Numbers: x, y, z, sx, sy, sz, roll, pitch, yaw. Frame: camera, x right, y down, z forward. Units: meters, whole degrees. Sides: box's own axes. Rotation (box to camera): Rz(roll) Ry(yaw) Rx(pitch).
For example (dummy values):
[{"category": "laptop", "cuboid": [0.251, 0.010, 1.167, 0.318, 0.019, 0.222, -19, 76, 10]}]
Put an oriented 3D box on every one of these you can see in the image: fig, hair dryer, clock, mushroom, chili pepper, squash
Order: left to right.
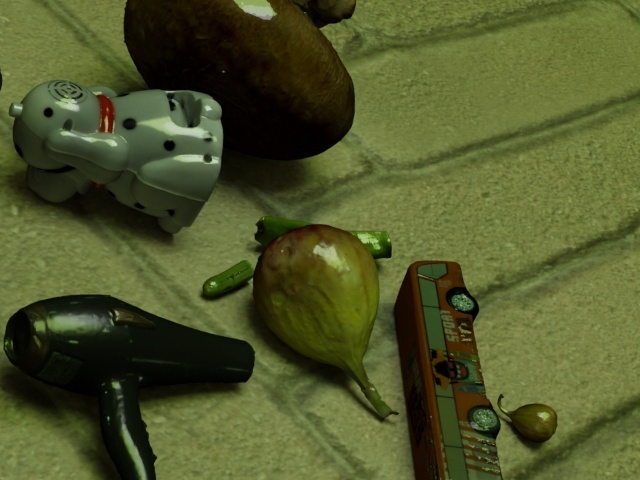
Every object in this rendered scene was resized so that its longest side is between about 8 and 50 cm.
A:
[{"category": "clock", "cuboid": [-0.269, -0.121, 1.933, 0.254, 0.189, 0.189, 9, 39, -25]}, {"category": "hair dryer", "cuboid": [-0.176, 0.218, 1.657, 0.303, 0.120, 0.359, 16, 44, -39]}, {"category": "squash", "cuboid": [-0.117, 0.050, 1.936, 0.027, 0.027, 0.083, 39, 39, 18]}, {"category": "mushroom", "cuboid": [-0.114, -0.242, 2.086, 0.345, 0.345, 0.239, 36, 48, 14]}, {"category": "chili pepper", "cuboid": [0.000, 0.000, 2.053, 0.201, 0.052, 0.050, 8, 9, -22]}, {"category": "fig", "cuboid": [0.025, 0.103, 1.886, 0.159, 0.159, 0.257, -18, 73, -45]}, {"category": "fig", "cuboid": [0.257, 0.220, 1.939, 0.083, 0.050, 0.050, 27, 34, 19]}]

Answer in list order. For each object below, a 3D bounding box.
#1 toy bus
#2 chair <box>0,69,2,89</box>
[{"category": "toy bus", "cuboid": [0.155, 0.179, 1.887, 0.092, 0.093, 0.409, 9, 37, -11]}, {"category": "chair", "cuboid": [-0.460, -0.122, 1.768, 0.106, 0.229, 0.113, 43, 35, 23]}]
